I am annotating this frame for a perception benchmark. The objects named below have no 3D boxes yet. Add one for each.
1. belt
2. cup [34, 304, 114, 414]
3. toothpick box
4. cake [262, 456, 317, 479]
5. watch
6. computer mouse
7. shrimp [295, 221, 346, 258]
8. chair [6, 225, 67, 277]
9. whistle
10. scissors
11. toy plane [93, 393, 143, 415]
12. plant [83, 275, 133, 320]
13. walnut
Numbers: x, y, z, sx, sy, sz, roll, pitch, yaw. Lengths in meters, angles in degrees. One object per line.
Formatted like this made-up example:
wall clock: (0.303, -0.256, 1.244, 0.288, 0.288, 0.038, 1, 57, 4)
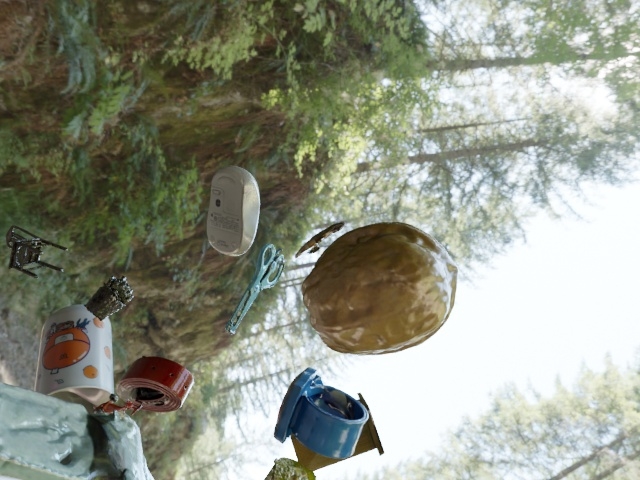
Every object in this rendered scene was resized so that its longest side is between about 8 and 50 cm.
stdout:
belt: (-0.666, 0.572, 1.726, 0.228, 0.323, 0.115, 65, 28, -28)
cup: (-0.777, 0.376, 1.382, 0.213, 0.212, 0.318, 104, -29, -44)
toothpick box: (0.055, 0.733, 1.635, 0.190, 0.307, 0.188, 166, -95, -87)
cake: (-0.107, 0.825, 1.386, 0.156, 0.179, 0.260, -54, -166, 7)
watch: (0.017, 0.583, 1.458, 0.274, 0.305, 0.242, 22, -84, 18)
computer mouse: (-0.286, -0.102, 1.453, 0.184, 0.121, 0.298, 9, -75, 25)
shrimp: (0.002, 0.003, 1.402, 0.035, 0.195, 0.148, 56, 3, 13)
chair: (-0.837, 0.025, 1.216, 0.101, 0.212, 0.084, -28, 137, -76)
whistle: (-0.410, 0.369, 0.720, 0.168, 0.188, 0.405, 47, -30, 50)
scissors: (-0.240, 0.175, 1.596, 0.032, 0.393, 0.180, 9, -39, 27)
toy plane: (-0.565, 0.470, 1.183, 0.077, 0.126, 0.194, 52, -34, -13)
plant: (-0.651, 0.175, 1.346, 0.091, 0.143, 0.095, 27, -30, 31)
walnut: (0.137, 0.106, 0.980, 0.306, 0.343, 0.307, -15, 90, -78)
